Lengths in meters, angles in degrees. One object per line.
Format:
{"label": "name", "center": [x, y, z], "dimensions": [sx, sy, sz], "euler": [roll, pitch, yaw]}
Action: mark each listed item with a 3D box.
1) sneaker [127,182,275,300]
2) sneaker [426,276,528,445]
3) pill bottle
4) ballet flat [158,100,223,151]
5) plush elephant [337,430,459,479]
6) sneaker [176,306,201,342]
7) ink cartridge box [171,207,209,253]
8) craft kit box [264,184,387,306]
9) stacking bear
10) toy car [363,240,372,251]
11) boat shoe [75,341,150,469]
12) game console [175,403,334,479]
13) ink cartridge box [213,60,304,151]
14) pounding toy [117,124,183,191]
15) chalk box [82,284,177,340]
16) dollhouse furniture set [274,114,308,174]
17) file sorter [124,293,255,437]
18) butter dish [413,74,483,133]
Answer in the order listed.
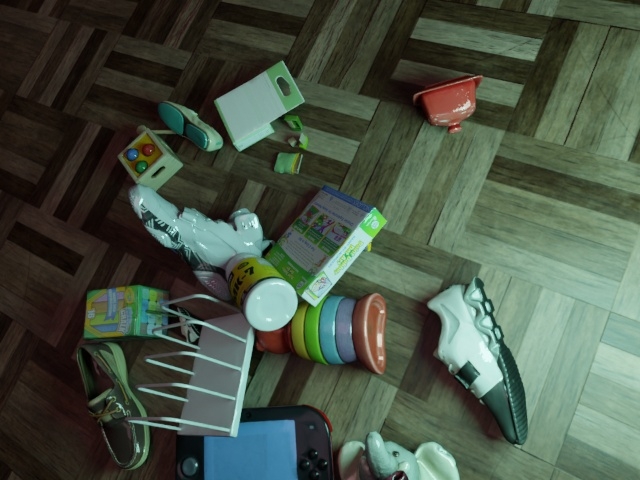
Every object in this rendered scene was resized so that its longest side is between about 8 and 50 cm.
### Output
{"label": "sneaker", "center": [-0.283, -0.038, 1.122], "dimensions": [0.210, 0.137, 0.366], "euler": [-43, 110, -8]}
{"label": "sneaker", "center": [0.320, 0.256, 0.941], "dimensions": [0.146, 0.122, 0.330], "euler": [-25, 69, 28]}
{"label": "pill bottle", "center": [-0.143, 0.107, 1.024], "dimensions": [0.119, 0.119, 0.208], "euler": [-52, 31, -2]}
{"label": "ballet flat", "center": [-0.381, -0.341, 1.341], "dimensions": [0.248, 0.086, 0.086], "euler": [40, 89, 22]}
{"label": "plush elephant", "center": [0.130, 0.490, 0.858], "dimensions": [0.272, 0.330, 0.255], "euler": [-14, 48, 11]}
{"label": "sneaker", "center": [-0.356, 0.222, 1.188], "dimensions": [0.044, 0.040, 0.109], "euler": [-44, 63, 11]}
{"label": "ink cartridge box", "center": [-0.345, -0.015, 1.225], "dimensions": [0.052, 0.088, 0.122], "euler": [33, 86, 24]}
{"label": "craft kit box", "center": [0.000, 0.000, 1.061], "dimensions": [0.246, 0.061, 0.250], "euler": [-47, 31, -3]}
{"label": "stacking bear", "center": [-0.010, 0.204, 1.027], "dimensions": [0.289, 0.164, 0.175], "euler": [-5, 64, 23]}
{"label": "toy car", "center": [0.061, 0.017, 1.111], "dimensions": [0.122, 0.060, 0.040], "euler": [9, 109, 26]}
{"label": "boat shoe", "center": [-0.542, 0.414, 1.144], "dimensions": [0.123, 0.123, 0.342], "euler": [-29, 68, 8]}
{"label": "game console", "center": [-0.152, 0.554, 1.008], "dimensions": [0.387, 0.060, 0.342], "euler": [-9, 68, 15]}
{"label": "ink cartridge box", "center": [-0.173, -0.387, 1.298], "dimensions": [0.235, 0.056, 0.171], "euler": [-28, 69, 5]}
{"label": "pounding toy", "center": [-0.512, -0.284, 1.351], "dimensions": [0.181, 0.094, 0.206], "euler": [-42, 68, 2]}
{"label": "chalk box", "center": [-0.486, 0.192, 1.185], "dimensions": [0.213, 0.132, 0.132], "euler": [-8, 73, 15]}
{"label": "dollhouse furniture set", "center": [-0.084, -0.259, 1.231], "dimensions": [0.076, 0.058, 0.151], "euler": [10, 78, 20]}
{"label": "file sorter", "center": [-0.286, 0.279, 1.014], "dimensions": [0.193, 0.173, 0.277], "euler": [-16, 53, 36]}
{"label": "butter dish", "center": [0.314, -0.318, 1.093], "dimensions": [0.160, 0.160, 0.118], "euler": [-13, 94, 14]}
